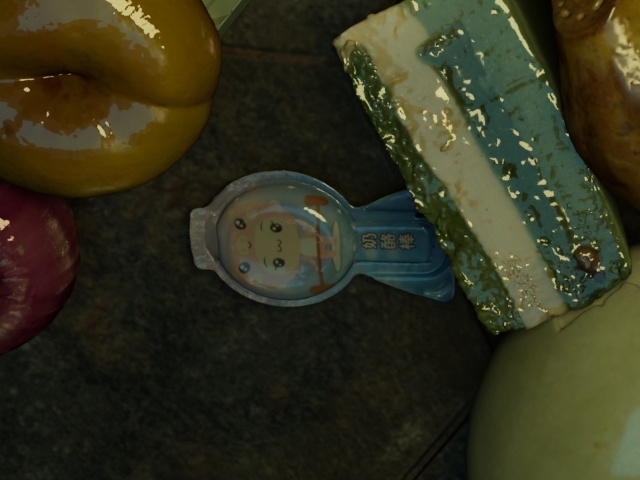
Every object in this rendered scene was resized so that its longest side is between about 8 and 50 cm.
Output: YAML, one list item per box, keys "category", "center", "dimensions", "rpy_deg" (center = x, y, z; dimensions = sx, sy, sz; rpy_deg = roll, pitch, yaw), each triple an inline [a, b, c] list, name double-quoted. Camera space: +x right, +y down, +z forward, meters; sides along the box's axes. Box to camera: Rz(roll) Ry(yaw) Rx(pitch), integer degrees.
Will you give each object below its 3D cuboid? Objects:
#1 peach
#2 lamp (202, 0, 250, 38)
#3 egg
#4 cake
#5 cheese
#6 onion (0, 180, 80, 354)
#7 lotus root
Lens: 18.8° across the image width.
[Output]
- category: "peach"
  center: [-0.205, -0.151, 1.626]
  dimensions: [0.251, 0.153, 0.251]
  rpy_deg: [8, 118, 15]
- category: "lamp"
  center: [-0.186, -0.266, 1.678]
  dimensions: [0.269, 0.047, 0.266]
  rpy_deg: [38, 114, -6]
- category: "egg"
  center: [0.283, 0.139, 1.637]
  dimensions: [0.278, 0.278, 0.336]
  rpy_deg: [36, 114, -6]
- category: "cake"
  center: [0.128, -0.082, 1.548]
  dimensions: [0.158, 0.172, 0.283]
  rpy_deg: [-25, 63, 21]
- category: "cheese"
  center: [0.000, 0.000, 1.758]
  dimensions: [0.245, 0.052, 0.135]
  rpy_deg: [1, 114, 11]
- category: "onion"
  center: [-0.318, 0.021, 1.774]
  dimensions: [0.207, 0.200, 0.200]
  rpy_deg: [-44, 101, -8]
- category: "lotus root"
  center: [0.270, -0.112, 1.490]
  dimensions: [0.193, 0.193, 0.291]
  rpy_deg: [-23, 138, 20]
